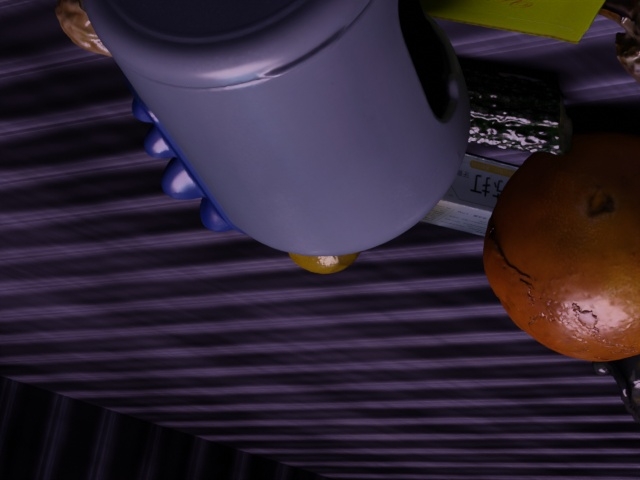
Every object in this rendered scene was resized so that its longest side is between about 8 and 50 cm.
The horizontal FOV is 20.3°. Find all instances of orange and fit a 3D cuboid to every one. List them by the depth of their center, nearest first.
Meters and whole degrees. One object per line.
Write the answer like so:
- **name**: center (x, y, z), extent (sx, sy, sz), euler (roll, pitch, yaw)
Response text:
- **orange**: center (0.288, 0.006, 1.814), extent (0.240, 0.240, 0.240), euler (8, 164, 2)

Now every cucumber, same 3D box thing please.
- **cucumber**: center (0.121, -0.133, 1.717), extent (0.265, 0.077, 0.077), euler (9, 164, -3)

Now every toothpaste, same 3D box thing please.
- **toothpaste**: center (0.178, -0.047, 1.992), extent (0.313, 0.071, 0.089), euler (14, 161, -17)

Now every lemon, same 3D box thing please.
- **lemon**: center (0.000, 0.000, 2.216), extent (0.110, 0.082, 0.082), euler (5, 164, 33)

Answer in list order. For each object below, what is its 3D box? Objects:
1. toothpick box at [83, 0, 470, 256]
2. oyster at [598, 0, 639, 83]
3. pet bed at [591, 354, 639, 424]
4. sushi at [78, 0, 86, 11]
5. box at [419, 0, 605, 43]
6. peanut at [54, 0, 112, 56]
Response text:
- **toothpick box**: center (-0.025, -0.127, 1.393), extent (0.263, 0.263, 0.355), euler (2, 152, 21)
- **oyster**: center (0.338, -0.162, 1.389), extent (0.198, 0.133, 0.337), euler (36, 162, -17)
- **pet bed**: center (0.435, 0.142, 2.301), extent (0.159, 0.183, 0.211), euler (0, 162, 19)
- **sushi**: center (-0.173, -0.242, 1.439), extent (0.273, 0.134, 0.109), euler (11, -162, -45)
- **box**: center (0.151, -0.245, 1.371), extent (0.187, 0.047, 0.335), euler (9, 163, -4)
- **peanut**: center (-0.144, -0.194, 1.602), extent (0.194, 0.093, 0.083), euler (5, 152, 7)
